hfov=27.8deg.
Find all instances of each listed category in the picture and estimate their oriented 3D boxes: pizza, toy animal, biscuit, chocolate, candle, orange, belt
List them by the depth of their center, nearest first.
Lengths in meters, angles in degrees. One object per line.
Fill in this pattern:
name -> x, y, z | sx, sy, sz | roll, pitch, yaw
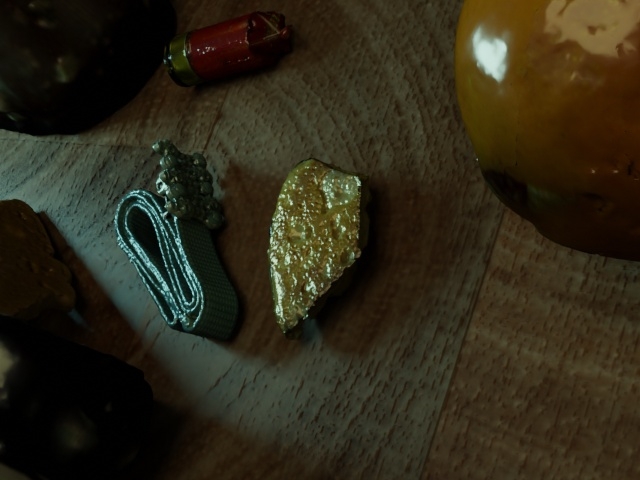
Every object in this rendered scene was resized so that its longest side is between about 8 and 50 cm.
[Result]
orange -> 0.199, -0.106, 0.788 | 0.246, 0.246, 0.246 | -18, 56, 30
toy animal -> -0.247, 0.184, 1.011 | 0.165, 0.187, 0.235 | 10, 70, 52
pizza -> 0.000, 0.000, 1.024 | 0.099, 0.036, 0.160 | -18, 57, 31
belt -> -0.113, 0.007, 1.096 | 0.100, 0.065, 0.179 | -49, 48, 17
candle -> -0.080, -0.177, 1.175 | 0.130, 0.052, 0.052 | -11, 60, 33
biscuit -> -0.297, 0.019, 1.177 | 0.035, 0.162, 0.250 | -57, 14, 20
chocolate -> -0.329, -0.251, 1.303 | 0.340, 0.210, 0.225 | 15, 74, 42
